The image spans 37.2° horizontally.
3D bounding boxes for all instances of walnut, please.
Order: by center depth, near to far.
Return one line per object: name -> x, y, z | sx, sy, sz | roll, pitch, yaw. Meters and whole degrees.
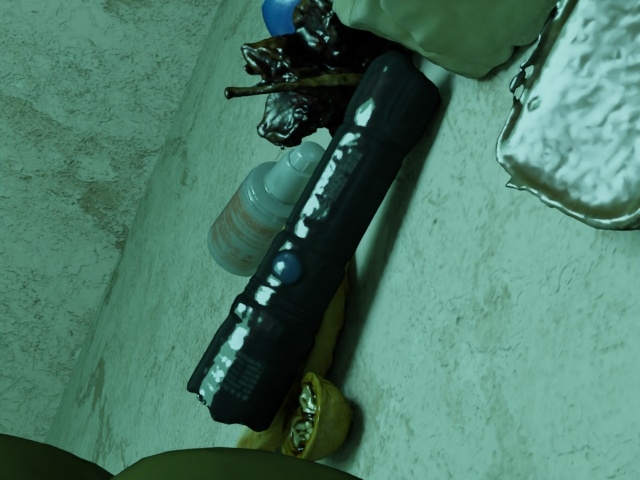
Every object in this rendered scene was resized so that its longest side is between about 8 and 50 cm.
walnut -> 0.000, 0.183, 0.956 | 0.121, 0.052, 0.091 | 170, 116, -73

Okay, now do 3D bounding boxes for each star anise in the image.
star anise -> 0.019, -0.191, 1.090 | 0.126, 0.190, 0.220 | 39, 89, 33

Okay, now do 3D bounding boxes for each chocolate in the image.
chocolate -> 0.223, -0.126, 0.596 | 0.161, 0.083, 0.261 | 47, 118, 50

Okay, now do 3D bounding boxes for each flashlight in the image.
flashlight -> 0.000, 0.000, 0.998 | 0.424, 0.103, 0.103 | -61, 19, -1

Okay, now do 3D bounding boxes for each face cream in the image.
face cream -> -0.066, -0.052, 1.296 | 0.252, 0.101, 0.101 | -50, 28, 47

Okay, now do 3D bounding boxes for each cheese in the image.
cheese -> 0.139, -0.315, 0.901 | 0.332, 0.153, 0.292 | -56, 23, 36

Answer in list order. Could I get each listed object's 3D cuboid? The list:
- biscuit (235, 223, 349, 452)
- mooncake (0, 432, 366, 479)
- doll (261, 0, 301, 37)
biscuit -> -0.023, 0.100, 1.119 | 0.204, 0.040, 0.309 | -33, 42, 60
mooncake -> -0.095, 0.260, 0.530 | 0.467, 0.466, 0.262 | -38, 40, 58
doll -> 0.022, -0.362, 1.271 | 0.257, 0.161, 0.215 | -50, -3, 21
